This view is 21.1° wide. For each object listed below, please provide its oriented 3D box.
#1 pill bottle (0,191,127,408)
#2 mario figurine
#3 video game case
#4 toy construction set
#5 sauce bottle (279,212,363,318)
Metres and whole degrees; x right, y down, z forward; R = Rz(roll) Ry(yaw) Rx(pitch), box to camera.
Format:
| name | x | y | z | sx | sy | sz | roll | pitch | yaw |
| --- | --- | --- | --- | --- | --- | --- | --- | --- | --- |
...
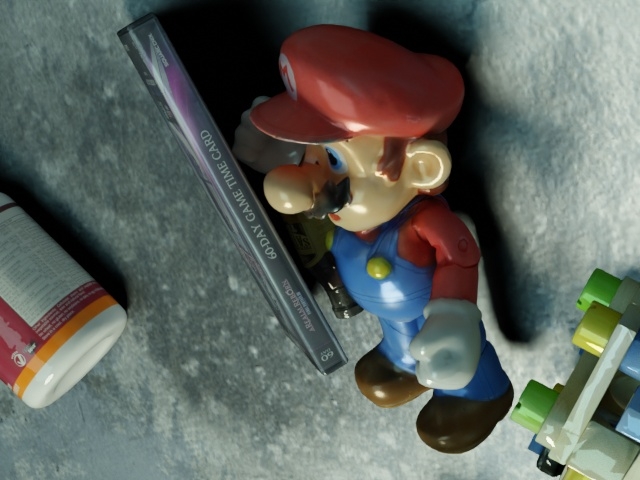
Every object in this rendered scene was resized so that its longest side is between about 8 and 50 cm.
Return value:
| name | x | y | z | sx | sy | sz | roll | pitch | yaw |
| --- | --- | --- | --- | --- | --- | --- | --- | --- | --- |
| pill bottle | -0.287 | 0.034 | 1.527 | 0.221 | 0.121 | 0.121 | 44 | 140 | 6 |
| mario figurine | 0.023 | 0.003 | 1.182 | 0.198 | 0.170 | 0.320 | -1 | 124 | 27 |
| video game case | -0.069 | -0.038 | 1.254 | 0.274 | 0.026 | 0.196 | 62 | 175 | -9 |
| toy construction set | 0.166 | 0.149 | 1.120 | 0.151 | 0.215 | 0.327 | 39 | 130 | 1 |
| sauce bottle | 0.000 | 0.000 | 1.303 | 0.042 | 0.042 | 0.128 | -6 | 115 | 44 |
